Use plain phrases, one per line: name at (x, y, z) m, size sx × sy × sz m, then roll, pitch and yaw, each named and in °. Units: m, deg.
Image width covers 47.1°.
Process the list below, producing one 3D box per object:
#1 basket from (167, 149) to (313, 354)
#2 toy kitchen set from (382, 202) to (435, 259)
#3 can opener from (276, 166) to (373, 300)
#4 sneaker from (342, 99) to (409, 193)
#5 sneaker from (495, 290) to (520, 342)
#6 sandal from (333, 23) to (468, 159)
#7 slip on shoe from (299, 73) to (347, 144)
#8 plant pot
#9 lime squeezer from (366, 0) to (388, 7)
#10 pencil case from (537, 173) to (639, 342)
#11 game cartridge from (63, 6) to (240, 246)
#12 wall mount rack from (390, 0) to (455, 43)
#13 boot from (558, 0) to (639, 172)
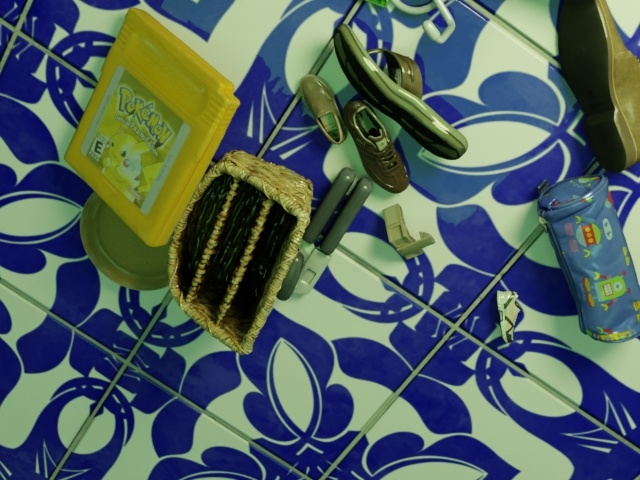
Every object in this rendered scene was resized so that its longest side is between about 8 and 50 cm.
basket at (-0.161, 0.007, 1.309) m, size 0.213 × 0.223 × 0.299 m, roll 23°, pitch 110°, yaw -8°
toy kitchen set at (0.169, -0.021, 1.365) m, size 0.068 × 0.075 × 0.083 m, roll -22°, pitch 146°, yaw 20°
can opener at (0.000, 0.000, 1.365) m, size 0.076 × 0.095 × 0.283 m, roll 30°, pitch 118°, yaw -4°
sneaker at (0.099, -0.160, 1.290) m, size 0.066 × 0.071 × 0.188 m, roll -35°, pitch 102°, yaw -3°
sneaker at (0.360, 0.146, 1.393) m, size 0.044 × 0.040 × 0.109 m, roll -7°, pitch 110°, yaw 10°
sandal at (0.139, -0.258, 1.247) m, size 0.303 × 0.120 × 0.086 m, roll 40°, pitch 84°, yaw -9°
slip on shoe at (0.005, -0.231, 1.303) m, size 0.051 × 0.041 × 0.135 m, roll -21°, pitch 106°, yaw 17°
plant pot at (-0.358, -0.013, 1.455) m, size 0.236 × 0.032 × 0.236 m, roll 4°, pitch 112°, yaw 9°
lime squeezer at (-0.039, -0.443, 1.201) m, size 0.310 × 0.110 × 0.058 m, roll 9°, pitch 98°, yaw -27°
pencil case at (0.475, 0.033, 1.285) m, size 0.133 × 0.119 × 0.306 m, roll -25°, pitch 106°, yaw 0°
game cartridge at (-0.307, -0.199, 1.297) m, size 0.285 × 0.053 × 0.323 m, roll 41°, pitch 115°, yaw 23°
wall mount rack at (0.184, -0.475, 1.071) m, size 0.350 × 0.130 × 0.304 m, roll -26°, pitch 106°, yaw 40°
boot at (0.478, -0.273, 1.196) m, size 0.115 × 0.112 × 0.305 m, roll -24°, pitch 103°, yaw -14°
